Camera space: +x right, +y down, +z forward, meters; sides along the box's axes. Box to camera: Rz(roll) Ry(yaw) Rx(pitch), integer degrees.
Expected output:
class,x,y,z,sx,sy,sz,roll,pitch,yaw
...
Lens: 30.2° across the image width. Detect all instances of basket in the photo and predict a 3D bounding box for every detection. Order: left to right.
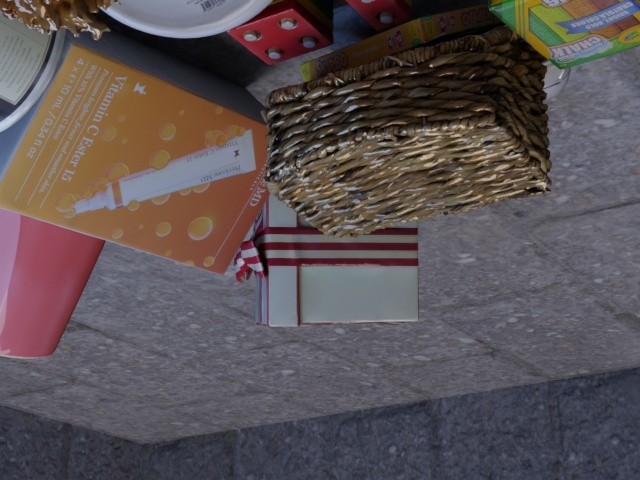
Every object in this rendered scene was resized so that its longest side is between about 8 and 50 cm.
class,x,y,z,sx,sy,sz,roll,pitch,yaw
basket,0.088,-0.159,1.330,0.299,0.223,0.213,-12,152,29

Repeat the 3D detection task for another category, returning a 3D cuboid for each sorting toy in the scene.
class,x,y,z,sx,sy,sz,roll,pitch,yaw
sorting toy,-0.029,-0.295,1.267,0.257,0.089,0.255,-13,155,28

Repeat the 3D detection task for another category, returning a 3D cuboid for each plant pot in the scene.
class,x,y,z,sx,sy,sz,roll,pitch,yaw
plant pot,-0.450,0.027,1.722,0.275,0.243,0.275,15,-175,-1

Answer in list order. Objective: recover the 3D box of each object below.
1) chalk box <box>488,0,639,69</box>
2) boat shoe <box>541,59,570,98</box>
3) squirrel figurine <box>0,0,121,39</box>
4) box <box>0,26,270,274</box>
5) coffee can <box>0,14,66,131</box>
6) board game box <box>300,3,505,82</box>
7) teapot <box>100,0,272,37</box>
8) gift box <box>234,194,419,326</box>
class,x,y,z,sx,sy,sz,roll,pitch,yaw
chalk box,0.284,-0.276,1.268,0.132,0.132,0.213,-17,153,35
boat shoe,0.179,-0.209,1.487,0.268,0.096,0.088,-5,154,8
squirrel figurine,-0.247,-0.319,0.787,0.281,0.397,0.370,5,146,-31
box,-0.236,-0.122,1.463,0.345,0.168,0.215,19,108,-41
coffee can,-0.431,-0.248,1.224,0.202,0.201,0.275,-15,154,31
board game box,0.097,-0.228,1.375,0.124,0.039,0.259,-18,-172,-34
teapot,-0.115,-0.322,1.088,0.256,0.187,0.252,19,123,-2
gift box,0.000,0.000,1.811,0.258,0.276,0.255,-1,172,-8
